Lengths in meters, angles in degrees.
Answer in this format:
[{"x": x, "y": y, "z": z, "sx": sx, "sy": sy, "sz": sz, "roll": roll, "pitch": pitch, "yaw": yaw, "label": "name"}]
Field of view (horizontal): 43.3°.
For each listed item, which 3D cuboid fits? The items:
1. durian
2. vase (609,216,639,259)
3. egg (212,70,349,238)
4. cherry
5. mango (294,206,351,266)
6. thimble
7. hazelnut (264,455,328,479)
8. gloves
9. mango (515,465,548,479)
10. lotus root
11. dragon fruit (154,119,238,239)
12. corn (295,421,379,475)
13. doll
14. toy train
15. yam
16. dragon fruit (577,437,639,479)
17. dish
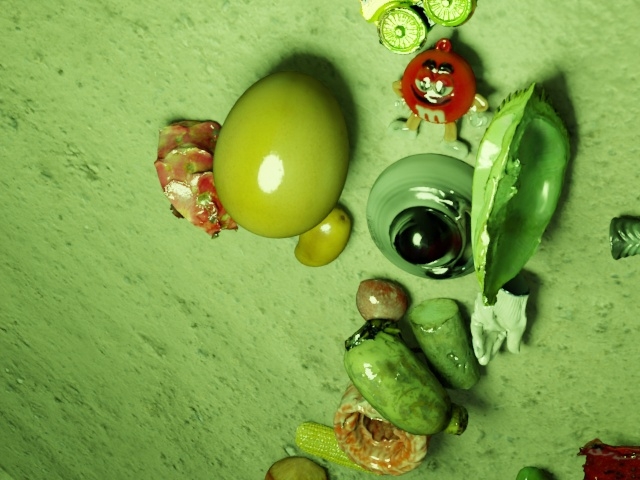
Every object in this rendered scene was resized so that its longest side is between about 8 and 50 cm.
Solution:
[{"x": 0.338, "y": -0.068, "z": 1.376, "sx": 0.163, "sy": 0.198, "sz": 0.394, "roll": 13, "pitch": 103, "yaw": 2, "label": "durian"}, {"x": 0.624, "y": -0.010, "z": 1.380, "sx": 0.237, "sy": 0.115, "sz": 0.115, "roll": -3, "pitch": 122, "yaw": 32, "label": "vase"}, {"x": -0.069, "y": -0.156, "z": 1.485, "sx": 0.250, "sy": 0.250, "sz": 0.323, "roll": 21, "pitch": 120, "yaw": 9, "label": "egg"}, {"x": 0.161, "y": 0.159, "z": 1.715, "sx": 0.107, "sy": 0.090, "sz": 0.225, "roll": -39, "pitch": 115, "yaw": 23, "label": "cherry"}, {"x": 0.000, "y": 0.000, "z": 1.671, "sx": 0.102, "sy": 0.085, "sz": 0.184, "roll": 34, "pitch": 135, "yaw": 0, "label": "mango"}, {"x": 0.150, "y": 0.411, "z": 1.840, "sx": 0.239, "sy": 0.162, "sz": 0.239, "roll": 12, "pitch": 128, "yaw": 16, "label": "thimble"}, {"x": -0.059, "y": 0.650, "z": 2.103, "sx": 0.182, "sy": 0.182, "sz": 0.182, "roll": 12, "pitch": 127, "yaw": 16, "label": "hazelnut"}, {"x": 0.360, "y": 0.158, "z": 1.614, "sx": 0.119, "sy": 0.097, "sz": 0.229, "roll": 22, "pitch": 124, "yaw": 15, "label": "gloves"}, {"x": 0.494, "y": 0.610, "z": 1.846, "sx": 0.091, "sy": 0.137, "sz": 0.238, "roll": 0, "pitch": 109, "yaw": 24, "label": "mango"}, {"x": 0.172, "y": 0.301, "z": 1.653, "sx": 0.309, "sy": 0.173, "sz": 0.173, "roll": 44, "pitch": 129, "yaw": -3, "label": "lotus root"}, {"x": -0.229, "y": -0.119, "z": 1.638, "sx": 0.126, "sy": 0.161, "sz": 0.274, "roll": -18, "pitch": 112, "yaw": 35, "label": "dragon fruit"}, {"x": 0.055, "y": 0.519, "z": 2.010, "sx": 0.248, "sy": 0.081, "sz": 0.081, "roll": 16, "pitch": 128, "yaw": 13, "label": "corn"}, {"x": 0.209, "y": -0.246, "z": 1.407, "sx": 0.183, "sy": 0.085, "sz": 0.217, "roll": 22, "pitch": 138, "yaw": 10, "label": "doll"}, {"x": 0.191, "y": -0.419, "z": 1.280, "sx": 0.296, "sy": 0.100, "sz": 0.161, "roll": -25, "pitch": 109, "yaw": 35, "label": "toy train"}, {"x": 0.266, "y": 0.224, "z": 1.697, "sx": 0.107, "sy": 0.107, "sz": 0.194, "roll": -8, "pitch": 120, "yaw": 28, "label": "yam"}, {"x": 0.694, "y": 0.538, "z": 1.727, "sx": 0.282, "sy": 0.100, "sz": 0.344, "roll": 4, "pitch": 127, "yaw": 19, "label": "dragon fruit"}, {"x": 0.205, "y": -0.015, "z": 1.538, "sx": 0.273, "sy": 0.134, "sz": 0.273, "roll": 11, "pitch": 127, "yaw": 15, "label": "dish"}]
